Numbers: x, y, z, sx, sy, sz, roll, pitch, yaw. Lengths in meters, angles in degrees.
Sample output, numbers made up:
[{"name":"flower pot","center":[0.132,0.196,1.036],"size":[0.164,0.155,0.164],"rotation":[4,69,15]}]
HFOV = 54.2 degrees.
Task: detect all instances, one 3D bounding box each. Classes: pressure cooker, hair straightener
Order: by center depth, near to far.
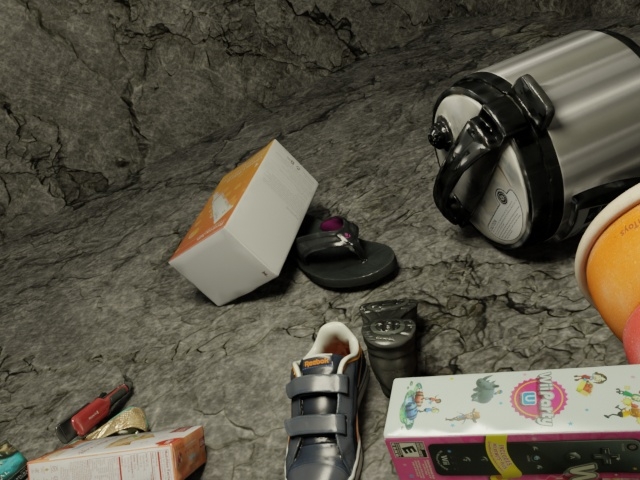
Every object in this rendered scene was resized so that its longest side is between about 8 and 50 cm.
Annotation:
[{"name":"hair straightener","center":[-0.439,0.320,1.211],"size":[0.089,0.047,0.230],"rotation":[-27,9,16]},{"name":"pressure cooker","center":[0.416,-0.183,1.243],"size":[0.421,0.369,0.375],"rotation":[-23,25,-11]}]

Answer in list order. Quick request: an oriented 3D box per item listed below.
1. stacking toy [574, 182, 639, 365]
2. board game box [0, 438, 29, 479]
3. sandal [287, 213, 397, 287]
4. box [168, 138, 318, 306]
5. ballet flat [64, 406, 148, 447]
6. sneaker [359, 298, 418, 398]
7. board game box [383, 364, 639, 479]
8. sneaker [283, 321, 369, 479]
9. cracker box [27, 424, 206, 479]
[{"name":"stacking toy","center":[0.496,0.169,0.711],"size":[0.351,0.350,0.479],"rotation":[-8,46,22]},{"name":"board game box","center":[-0.643,0.466,1.171],"size":[0.126,0.026,0.186],"rotation":[12,42,44]},{"name":"sandal","center":[-0.003,0.001,1.467],"size":[0.168,0.107,0.446],"rotation":[-34,30,-23]},{"name":"box","center":[-0.173,-0.046,1.497],"size":[0.215,0.168,0.345],"rotation":[-29,27,37]},{"name":"ballet flat","center":[-0.401,0.380,1.123],"size":[0.206,0.073,0.067],"rotation":[-36,46,-19]},{"name":"sneaker","center":[0.121,0.180,1.086],"size":[0.109,0.130,0.286],"rotation":[-6,9,12]},{"name":"board game box","center":[0.252,0.265,0.731],"size":[0.304,0.224,0.097],"rotation":[-10,29,20]},{"name":"sneaker","center":[0.002,0.265,0.998],"size":[0.126,0.127,0.321],"rotation":[-10,32,16]},{"name":"cracker box","center":[-0.318,0.354,1.003],"size":[0.233,0.067,0.156],"rotation":[-8,-7,5]}]
